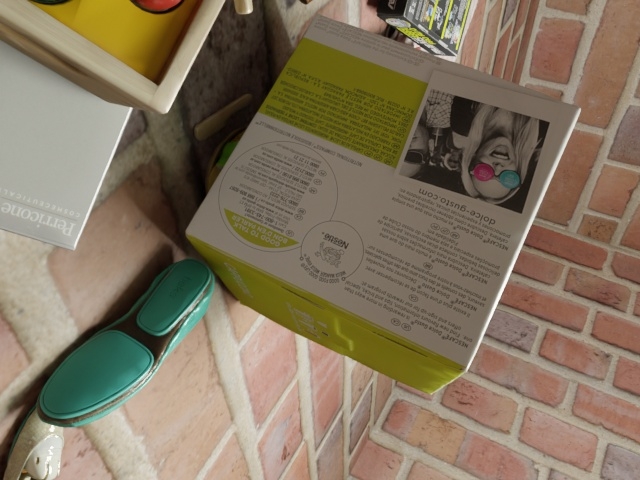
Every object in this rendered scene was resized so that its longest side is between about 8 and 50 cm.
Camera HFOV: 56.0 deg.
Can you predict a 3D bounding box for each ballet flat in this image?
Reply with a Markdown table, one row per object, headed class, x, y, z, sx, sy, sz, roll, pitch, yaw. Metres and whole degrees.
| class | x | y | z | sx | sy | sz | roll | pitch | yaw |
| --- | --- | --- | --- | --- | --- | --- | --- | --- | --- |
| ballet flat | -0.207 | 0.124 | 0.684 | 0.247 | 0.083 | 0.087 | -50 | 167 | -37 |
| ballet flat | -0.294 | 0.247 | 0.614 | 0.168 | 0.053 | 0.057 | -67 | 159 | -5 |

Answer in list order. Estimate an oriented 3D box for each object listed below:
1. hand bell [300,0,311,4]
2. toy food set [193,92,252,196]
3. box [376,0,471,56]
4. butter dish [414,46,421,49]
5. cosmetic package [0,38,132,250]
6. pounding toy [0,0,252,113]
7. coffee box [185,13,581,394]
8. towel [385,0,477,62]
| class | x | y | z | sx | sy | sz | roll | pitch | yaw |
| --- | --- | --- | --- | --- | --- | --- | --- | --- | --- |
| hand bell | 0.047 | -0.412 | 0.810 | 0.242 | 0.126 | 0.126 | -51 | 156 | -9 |
| toy food set | -0.106 | -0.084 | 0.786 | 0.132 | 0.039 | 0.192 | -49 | 152 | -42 |
| box | 0.206 | -0.487 | 1.052 | 0.216 | 0.060 | 0.269 | 5 | 101 | -54 |
| butter dish | 0.147 | -0.254 | 1.099 | 0.160 | 0.118 | 0.159 | -38 | 167 | -52 |
| cosmetic package | -0.191 | -0.126 | 0.395 | 0.127 | 0.107 | 0.237 | 20 | 88 | -43 |
| pounding toy | -0.085 | -0.181 | 0.337 | 0.181 | 0.094 | 0.206 | 30 | 84 | -42 |
| coffee box | 0.078 | -0.023 | 0.813 | 0.334 | 0.338 | 0.337 | -62 | 168 | -15 |
| towel | 0.247 | -0.468 | 1.258 | 0.331 | 0.054 | 0.317 | -67 | 155 | -6 |
